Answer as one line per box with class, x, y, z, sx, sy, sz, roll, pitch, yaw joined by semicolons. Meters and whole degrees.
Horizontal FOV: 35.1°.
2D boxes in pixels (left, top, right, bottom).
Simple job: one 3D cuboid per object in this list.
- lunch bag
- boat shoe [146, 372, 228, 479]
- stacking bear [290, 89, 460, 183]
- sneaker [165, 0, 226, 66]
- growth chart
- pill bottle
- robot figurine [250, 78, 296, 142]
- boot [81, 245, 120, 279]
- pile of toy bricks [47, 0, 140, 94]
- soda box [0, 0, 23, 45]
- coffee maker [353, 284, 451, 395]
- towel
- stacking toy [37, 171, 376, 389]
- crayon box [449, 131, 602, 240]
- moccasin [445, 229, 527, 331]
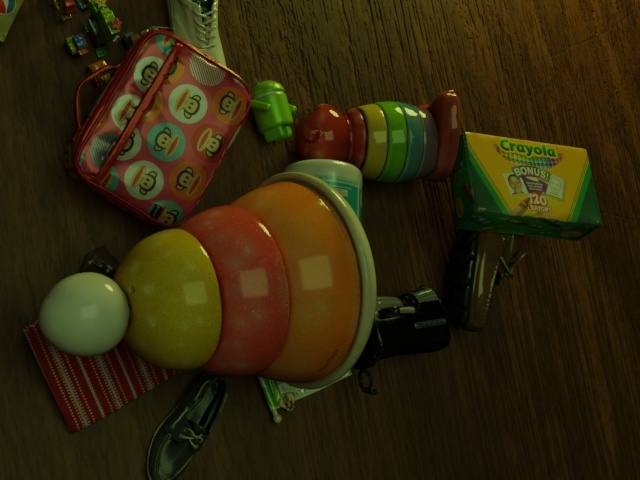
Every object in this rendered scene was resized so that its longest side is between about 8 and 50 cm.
lunch bag;-0.280;-0.192;1.664;0.258;0.120;0.293;32;81;-23
boat shoe;-0.214;0.304;1.647;0.075;0.065;0.206;37;65;-16
stacking bear;0.093;-0.188;1.871;0.289;0.175;0.164;-1;83;-19
sneaker;-0.218;-0.379;1.780;0.094;0.091;0.258;-16;87;-29
growth chart;-0.023;0.195;1.798;0.237;0.021;0.172;-26;90;-30
pill bottle;0.000;0.000;1.780;0.146;0.146;0.264;9;75;-26
robot figurine;-0.089;-0.237;1.830;0.101;0.067;0.115;-9;82;-56
boot;-0.325;0.039;1.668;0.114;0.037;0.106;40;62;-9
pile of toy bricks;-0.362;-0.351;1.691;0.118;0.105;0.212;-29;93;-30
soda box;-0.513;-0.398;1.647;0.058;0.061;0.181;27;68;-20
coffee maker;0.135;0.174;1.830;0.178;0.120;0.171;-3;102;-36
towel;-0.318;0.159;1.622;0.274;0.031;0.199;-30;110;-28
stacking toy;-0.186;0.079;1.503;0.479;0.350;0.351;-5;81;-41
crayon box;0.381;-0.099;1.908;0.278;0.081;0.165;5;65;-22
moccasin;0.338;0.003;1.972;0.147;0.139;0.380;22;60;-13
